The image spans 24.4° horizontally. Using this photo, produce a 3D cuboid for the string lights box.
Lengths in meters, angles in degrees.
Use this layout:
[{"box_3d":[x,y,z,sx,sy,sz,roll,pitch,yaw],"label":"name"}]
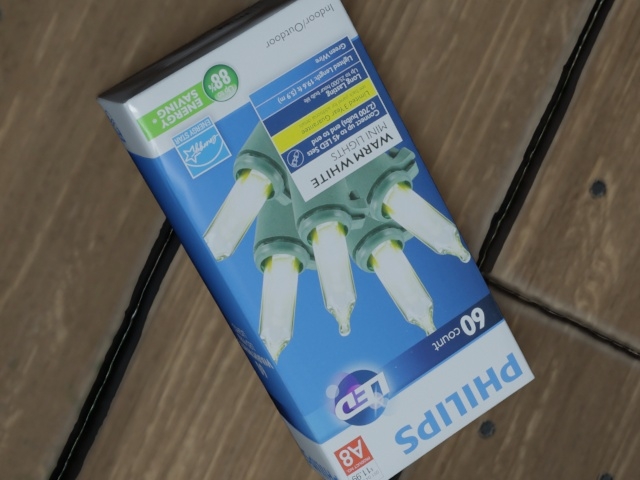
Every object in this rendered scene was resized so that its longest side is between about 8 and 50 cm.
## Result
[{"box_3d":[0.000,0.000,0.835,0.133,0.077,0.260,-33,107,-13],"label":"string lights box"}]
